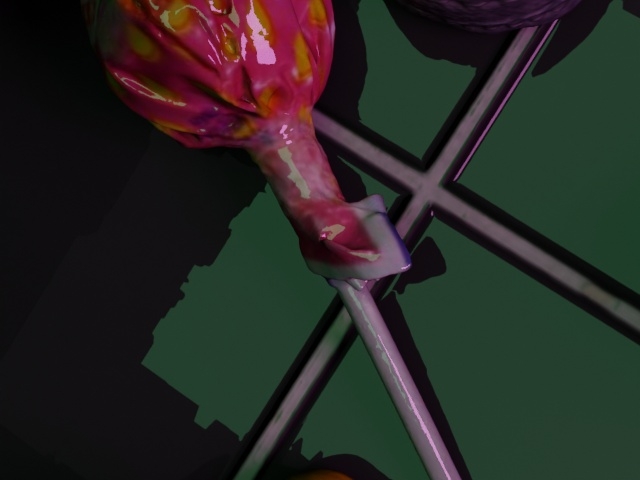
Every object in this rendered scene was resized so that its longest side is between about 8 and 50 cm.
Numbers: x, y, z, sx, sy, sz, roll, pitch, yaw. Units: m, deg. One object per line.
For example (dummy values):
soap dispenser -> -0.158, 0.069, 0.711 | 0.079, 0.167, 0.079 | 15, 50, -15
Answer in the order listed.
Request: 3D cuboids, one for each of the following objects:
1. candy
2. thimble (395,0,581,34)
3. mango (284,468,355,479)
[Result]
candy -> 0.000, 0.000, 0.480 | 0.124, 0.124, 0.365 | -26, 90, 11
thimble -> 0.078, -0.177, 0.459 | 0.150, 0.098, 0.150 | -1, 87, 14
mango -> -0.010, 0.156, 0.492 | 0.060, 0.046, 0.089 | 42, 109, 10
